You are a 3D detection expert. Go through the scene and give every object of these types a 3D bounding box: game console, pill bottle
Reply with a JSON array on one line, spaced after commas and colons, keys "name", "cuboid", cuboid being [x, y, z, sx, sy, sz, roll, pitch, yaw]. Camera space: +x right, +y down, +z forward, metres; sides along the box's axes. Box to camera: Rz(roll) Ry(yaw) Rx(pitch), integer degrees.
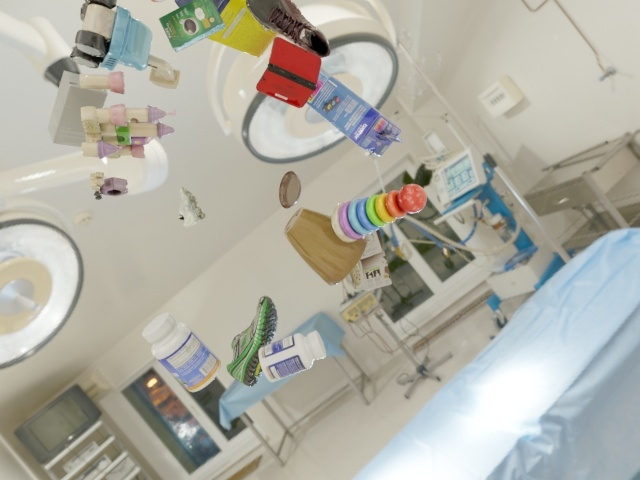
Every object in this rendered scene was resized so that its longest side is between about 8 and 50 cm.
[{"name": "game console", "cuboid": [-0.083, -0.438, 1.280, 0.124, 0.144, 0.085, -43, 41, 44]}, {"name": "pill bottle", "cuboid": [-0.083, 0.348, 1.480, 0.187, 0.112, 0.112, -22, 3, 4]}, {"name": "pill bottle", "cuboid": [-0.486, 0.383, 1.688, 0.152, 0.272, 0.152, -32, 21, 14]}]

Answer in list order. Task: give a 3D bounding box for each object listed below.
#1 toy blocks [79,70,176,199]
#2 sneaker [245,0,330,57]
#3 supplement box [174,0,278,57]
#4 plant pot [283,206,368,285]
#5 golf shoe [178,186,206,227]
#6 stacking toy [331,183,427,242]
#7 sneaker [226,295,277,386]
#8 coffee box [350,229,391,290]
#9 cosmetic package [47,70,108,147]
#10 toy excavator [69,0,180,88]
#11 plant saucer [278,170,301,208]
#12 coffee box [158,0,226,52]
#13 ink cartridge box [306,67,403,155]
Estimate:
[{"name": "toy blocks", "cuboid": [-0.587, -0.321, 1.519, 0.260, 0.308, 0.288, -4, -16, -19]}, {"name": "sneaker", "cuboid": [-0.076, -0.618, 1.384, 0.106, 0.281, 0.162, -56, 28, 17]}, {"name": "supplement box", "cuboid": [-0.334, -0.877, 1.861, 0.195, 0.194, 0.357, -43, -16, 27]}, {"name": "plant pot", "cuboid": [0.000, 0.000, 1.766, 0.237, 0.254, 0.237, -49, 17, 21]}, {"name": "golf shoe", "cuboid": [-0.460, -0.114, 1.654, 0.086, 0.176, 0.069, -40, -43, 5]}, {"name": "stacking toy", "cuboid": [0.195, -0.094, 1.554, 0.330, 0.141, 0.141, -17, 16, 42]}, {"name": "sneaker", "cuboid": [-0.270, 0.373, 1.863, 0.134, 0.146, 0.343, 40, -112, -69]}, {"name": "coffee box", "cuboid": [0.186, 0.052, 2.053, 0.119, 0.297, 0.168, -14, 2, -17]}, {"name": "cosmetic package", "cuboid": [-0.836, -0.444, 1.666, 0.127, 0.107, 0.238, 3, -50, -46]}, {"name": "toy excavator", "cuboid": [-0.752, -0.758, 1.970, 0.433, 0.445, 0.222, 2, 80, 58]}, {"name": "plant saucer", "cuboid": [-0.130, -0.221, 2.132, 0.029, 0.168, 0.168, 4, -26, -34]}, {"name": "coffee box", "cuboid": [-0.411, -0.697, 1.557, 0.184, 0.113, 0.040, -27, -1, 2]}, {"name": "ink cartridge box", "cuboid": [0.142, -0.480, 1.908, 0.151, 0.395, 0.270, -51, -19, 17]}]
